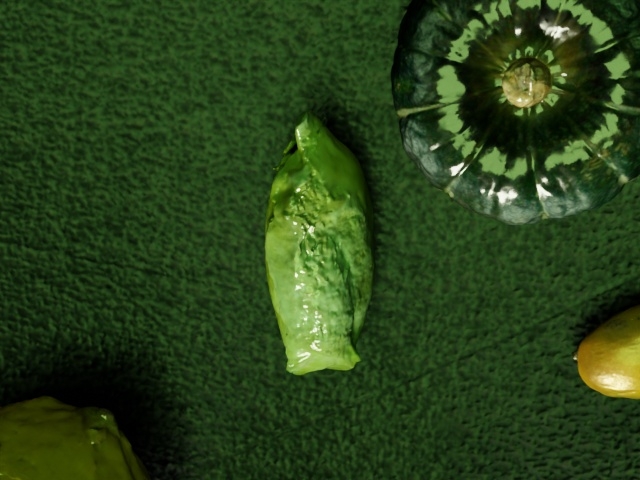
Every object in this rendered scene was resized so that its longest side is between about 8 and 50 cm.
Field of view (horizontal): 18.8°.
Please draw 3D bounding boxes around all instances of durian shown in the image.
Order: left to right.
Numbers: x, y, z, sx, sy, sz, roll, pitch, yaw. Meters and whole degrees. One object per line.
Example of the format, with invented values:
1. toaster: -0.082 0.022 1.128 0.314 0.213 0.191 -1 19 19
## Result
1. durian: 0.000 0.000 1.751 0.101 0.139 0.250 1 103 -1

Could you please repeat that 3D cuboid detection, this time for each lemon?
1. lemon: -0.270 0.281 1.777 0.253 0.253 0.310 37 105 -3

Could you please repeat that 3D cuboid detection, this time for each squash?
1. squash: 0.186 -0.141 1.690 0.252 0.165 0.252 2 104 7

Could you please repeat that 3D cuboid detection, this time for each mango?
1. mango: 0.326 0.100 1.777 0.190 0.075 0.098 -5 117 2
